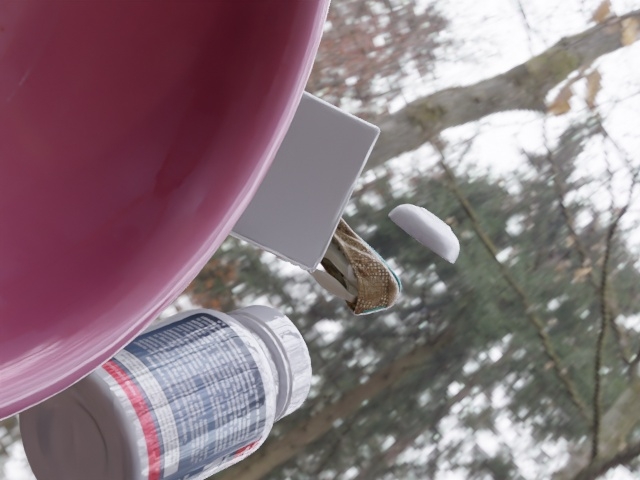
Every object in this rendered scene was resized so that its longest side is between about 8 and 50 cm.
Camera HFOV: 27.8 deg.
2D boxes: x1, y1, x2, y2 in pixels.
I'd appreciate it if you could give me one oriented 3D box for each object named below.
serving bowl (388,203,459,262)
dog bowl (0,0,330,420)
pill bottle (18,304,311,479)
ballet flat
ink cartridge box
[{"bbox_3d":[0.109,-0.012,1.310,0.083,0.083,0.027,38,-82,16],"label":"serving bowl"},{"bbox_3d":[-0.146,-0.118,0.385,0.150,0.408,0.408,14,-65,36],"label":"dog bowl"},{"bbox_3d":[-0.092,0.103,0.835,0.108,0.180,0.108,13,-69,38],"label":"pill bottle"},{"bbox_3d":[0.000,0.000,1.385,0.206,0.067,0.073,46,-34,23],"label":"ballet flat"},{"bbox_3d":[-0.130,-0.101,1.059,0.307,0.223,0.129,26,-91,-10],"label":"ink cartridge box"}]
